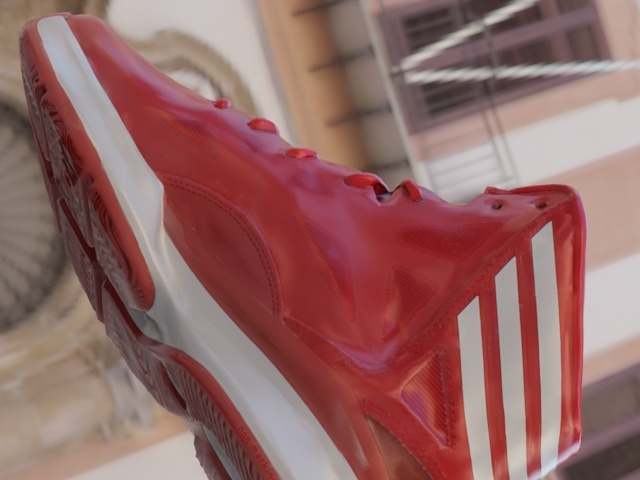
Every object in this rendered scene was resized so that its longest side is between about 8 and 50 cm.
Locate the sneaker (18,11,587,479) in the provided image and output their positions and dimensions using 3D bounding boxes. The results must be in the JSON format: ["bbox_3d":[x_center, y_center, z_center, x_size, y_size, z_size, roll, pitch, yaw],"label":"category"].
[{"bbox_3d":[0.000,0.000,0.534,0.221,0.128,0.087,58,-20,28],"label":"sneaker"}]
